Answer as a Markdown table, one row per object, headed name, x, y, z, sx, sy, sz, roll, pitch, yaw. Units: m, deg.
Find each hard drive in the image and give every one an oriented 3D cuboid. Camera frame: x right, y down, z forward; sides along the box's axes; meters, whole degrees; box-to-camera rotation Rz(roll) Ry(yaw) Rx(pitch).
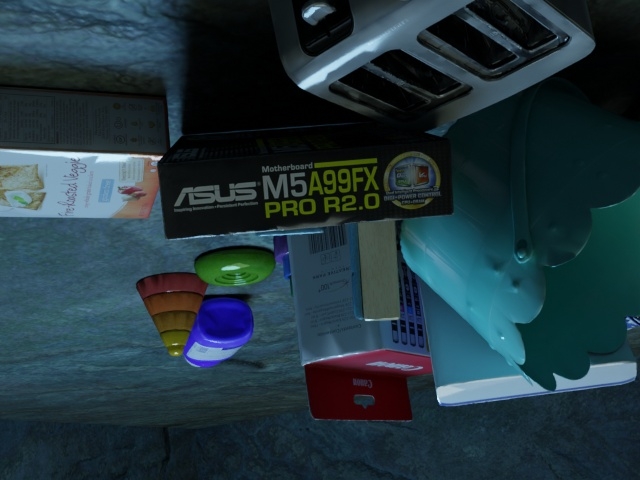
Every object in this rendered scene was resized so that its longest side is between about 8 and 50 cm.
| name | x | y | z | sx | sy | sz | roll | pitch | yaw |
| --- | --- | --- | --- | --- | --- | --- | --- | --- | --- |
| hard drive | 0.228 | 0.053 | 0.949 | 0.210 | 0.319 | 0.040 | -9 | 129 | 7 |

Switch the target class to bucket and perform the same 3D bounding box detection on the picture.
| name | x | y | z | sx | sy | sz | roll | pitch | yaw |
| --- | --- | --- | --- | --- | --- | --- | --- | --- | --- |
| bucket | 0.226 | -0.013 | 0.759 | 0.281 | 0.183 | 0.281 | -28 | 140 | -26 |

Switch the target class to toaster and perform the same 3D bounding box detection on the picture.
| name | x | y | z | sx | sy | sz | roll | pitch | yaw |
| --- | --- | --- | --- | --- | --- | --- | --- | --- | --- |
| toaster | 0.077 | -0.165 | 0.531 | 0.168 | 0.110 | 0.185 | -21 | 157 | 39 |

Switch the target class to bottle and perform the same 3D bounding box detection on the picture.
| name | x | y | z | sx | sy | sz | roll | pitch | yaw |
| --- | --- | --- | --- | --- | --- | --- | --- | --- | --- |
| bottle | -0.212 | 0.187 | 1.506 | 0.118 | 0.092 | 0.283 | 0 | 161 | -18 |

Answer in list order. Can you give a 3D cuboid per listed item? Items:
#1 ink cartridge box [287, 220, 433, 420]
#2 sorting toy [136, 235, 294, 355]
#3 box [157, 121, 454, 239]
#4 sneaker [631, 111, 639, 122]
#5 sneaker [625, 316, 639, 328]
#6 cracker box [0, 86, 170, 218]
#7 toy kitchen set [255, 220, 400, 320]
| name | x | y | z | sx | sy | sz | roll | pitch | yaw |
| --- | --- | --- | --- | --- | --- | --- | --- | --- | --- |
| ink cartridge box | 0.100 | 0.114 | 1.108 | 0.130 | 0.272 | 0.309 | -16 | 161 | 30 |
| sorting toy | -0.146 | 0.094 | 1.205 | 0.365 | 0.126 | 0.127 | -19 | 158 | 36 |
| box | -0.022 | -0.063 | 0.684 | 0.216 | 0.060 | 0.270 | -4 | -168 | -5 |
| sneaker | 0.405 | -0.115 | 0.839 | 0.132 | 0.086 | 0.229 | -9 | 161 | 1 |
| sneaker | 0.534 | 0.080 | 1.300 | 0.182 | 0.127 | 0.315 | -31 | 166 | -28 |
| cracker box | -0.270 | -0.078 | 0.737 | 0.232 | 0.067 | 0.156 | 1 | 160 | -19 |
| toy kitchen set | 0.000 | 0.000 | 0.828 | 0.166 | 0.122 | 0.207 | -3 | -168 | 6 |
